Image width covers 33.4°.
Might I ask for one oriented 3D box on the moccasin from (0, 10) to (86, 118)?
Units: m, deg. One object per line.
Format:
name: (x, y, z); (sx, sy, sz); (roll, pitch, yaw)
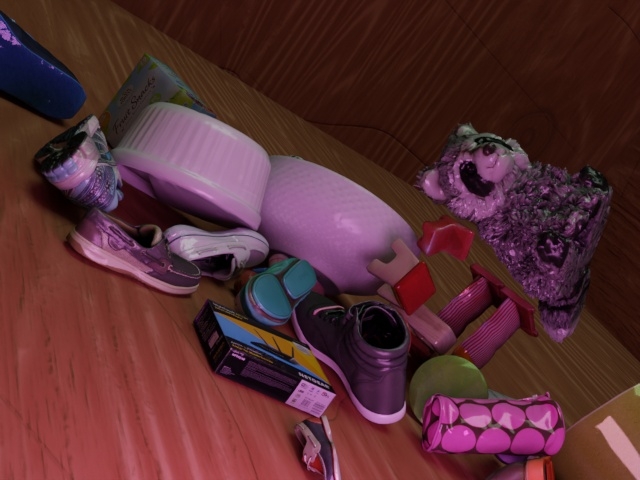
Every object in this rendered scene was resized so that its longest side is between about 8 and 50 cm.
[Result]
moccasin: (-0.564, -0.323, 1.842); (0.342, 0.138, 0.117); (44, 0, -37)

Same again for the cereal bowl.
cereal bowl: (0.000, 0.000, 1.909); (0.338, 0.141, 0.339); (28, -16, 9)

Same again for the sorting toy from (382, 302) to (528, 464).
sorting toy: (0.187, 0.247, 1.760); (0.365, 0.127, 0.126); (36, -12, 11)

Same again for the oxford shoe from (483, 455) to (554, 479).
oxford shoe: (0.292, 0.363, 1.563); (0.271, 0.098, 0.097); (50, 35, -64)

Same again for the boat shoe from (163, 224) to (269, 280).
boat shoe: (-0.158, 0.030, 1.684); (0.226, 0.083, 0.076); (3, 45, -48)

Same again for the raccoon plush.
raccoon plush: (0.322, 0.001, 1.904); (0.299, 0.447, 0.216); (25, 47, 24)

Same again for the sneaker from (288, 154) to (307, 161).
sneaker: (-0.070, -0.101, 2.190); (0.086, 0.163, 0.226); (32, 11, -10)

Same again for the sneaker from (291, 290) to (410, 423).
sneaker: (0.050, 0.128, 1.621); (0.104, 0.147, 0.296); (-10, 38, -27)

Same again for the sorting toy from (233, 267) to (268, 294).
sorting toy: (-0.105, 0.075, 1.712); (0.042, 0.061, 0.102); (-7, -22, 31)

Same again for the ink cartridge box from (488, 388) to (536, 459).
ink cartridge box: (0.319, 0.319, 1.874); (0.150, 0.063, 0.109); (25, 15, -41)

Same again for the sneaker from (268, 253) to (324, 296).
sneaker: (-0.042, 0.085, 1.836); (0.134, 0.051, 0.070); (42, 28, -36)

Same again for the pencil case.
pencil case: (0.257, 0.275, 1.612); (0.209, 0.098, 0.095); (4, -20, -12)

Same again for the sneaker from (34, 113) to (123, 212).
sneaker: (-0.359, -0.103, 1.622); (0.122, 0.110, 0.283); (55, 2, -20)

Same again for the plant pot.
plant pot: (0.562, 0.416, 1.778); (0.274, 0.275, 0.294); (15, 38, -58)

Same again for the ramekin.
ramekin: (-0.206, -0.124, 1.761); (0.272, 0.127, 0.273); (22, -9, 4)

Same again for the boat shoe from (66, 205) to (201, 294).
boat shoe: (-0.244, 0.013, 1.484); (0.223, 0.073, 0.080); (24, 17, -42)

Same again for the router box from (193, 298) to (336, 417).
router box: (-0.077, 0.159, 1.447); (0.178, 0.046, 0.133); (28, 14, -30)

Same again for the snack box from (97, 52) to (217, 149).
snack box: (-0.307, -0.221, 1.968); (0.070, 0.174, 0.207); (27, 13, -47)

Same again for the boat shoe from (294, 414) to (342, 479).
boat shoe: (-0.002, 0.258, 1.289); (0.043, 0.049, 0.137); (-10, 25, -6)

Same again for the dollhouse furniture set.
dollhouse furniture set: (0.239, 0.107, 1.838); (0.152, 0.201, 0.374); (41, -12, 32)

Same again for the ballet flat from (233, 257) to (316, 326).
ballet flat: (-0.080, 0.088, 1.610); (0.083, 0.087, 0.247); (61, 21, -1)
